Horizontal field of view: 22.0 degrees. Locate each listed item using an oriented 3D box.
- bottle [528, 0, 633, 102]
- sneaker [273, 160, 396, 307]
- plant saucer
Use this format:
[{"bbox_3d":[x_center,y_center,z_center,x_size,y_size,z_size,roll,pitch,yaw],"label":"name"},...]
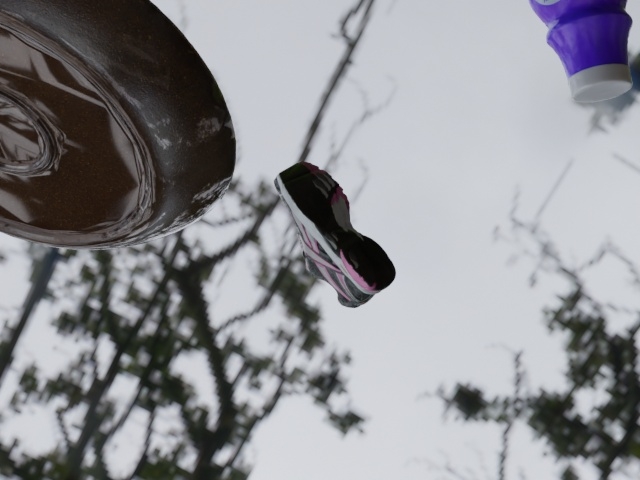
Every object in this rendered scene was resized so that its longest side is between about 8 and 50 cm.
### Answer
[{"bbox_3d":[0.277,-0.292,1.788,0.092,0.118,0.283,2,-107,-38],"label":"bottle"},{"bbox_3d":[0.000,0.000,1.773,0.072,0.077,0.178,-15,-116,-40],"label":"sneaker"},{"bbox_3d":[-0.209,-0.089,1.104,0.310,0.310,0.050,27,-125,-3],"label":"plant saucer"}]
